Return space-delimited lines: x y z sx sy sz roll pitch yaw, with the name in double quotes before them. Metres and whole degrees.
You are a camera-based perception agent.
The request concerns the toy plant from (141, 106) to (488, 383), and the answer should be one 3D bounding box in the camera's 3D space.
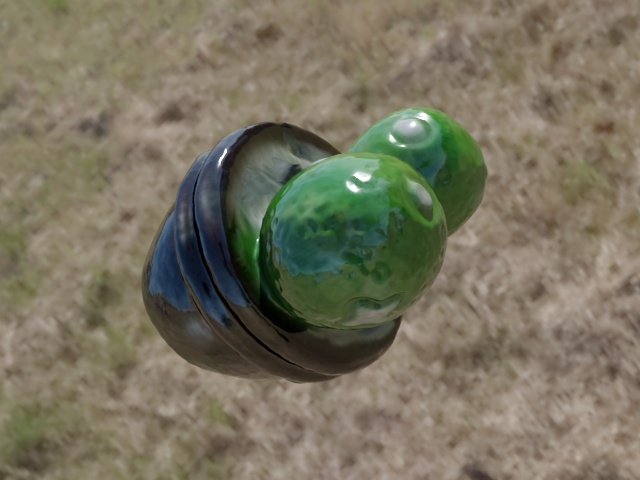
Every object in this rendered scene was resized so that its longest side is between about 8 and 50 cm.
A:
"toy plant" 0.000 0.000 0.926 0.235 0.175 0.218 -29 8 36
